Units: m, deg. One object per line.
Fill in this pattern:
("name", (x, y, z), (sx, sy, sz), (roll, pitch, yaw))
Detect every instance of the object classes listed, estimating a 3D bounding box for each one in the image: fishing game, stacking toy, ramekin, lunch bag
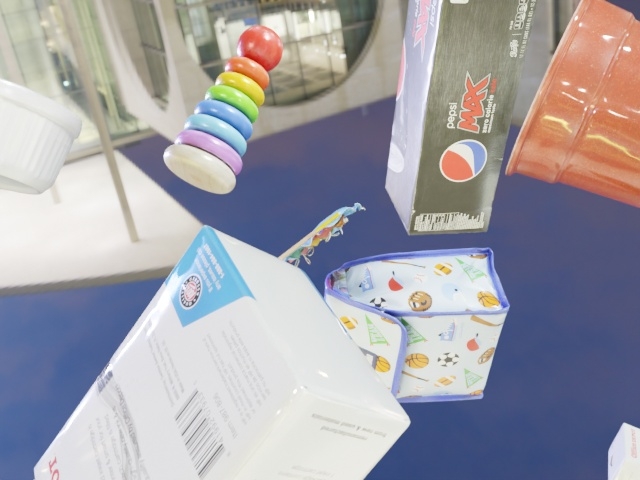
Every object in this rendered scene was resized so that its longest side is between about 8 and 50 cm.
("fishing game", (0.000, 0.000, 1.285), (0.189, 0.041, 0.264), (-37, 177, 0))
("stacking toy", (-0.164, -0.259, 1.427), (0.141, 0.141, 0.330), (11, -111, 37))
("ramekin", (-0.510, -0.159, 1.139), (0.273, 0.127, 0.273), (13, 172, 2))
("lunch bag", (0.190, 0.203, 1.684), (0.385, 0.328, 0.239), (0, -139, -5))

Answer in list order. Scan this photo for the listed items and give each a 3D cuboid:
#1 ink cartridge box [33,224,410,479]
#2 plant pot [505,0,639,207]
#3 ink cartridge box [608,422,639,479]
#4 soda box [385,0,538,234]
("ink cartridge box", (-0.134, 0.231, 0.837), (0.166, 0.395, 0.285), (27, -163, -39))
("plant pot", (0.429, -0.161, 1.014), (0.265, 0.272, 0.272), (25, -144, 13))
("ink cartridge box", (0.440, 0.299, 0.971), (0.122, 0.052, 0.088), (20, -157, 13))
("soda box", (0.077, -0.087, 0.437), (0.053, 0.169, 0.060), (-4, -143, -11))
